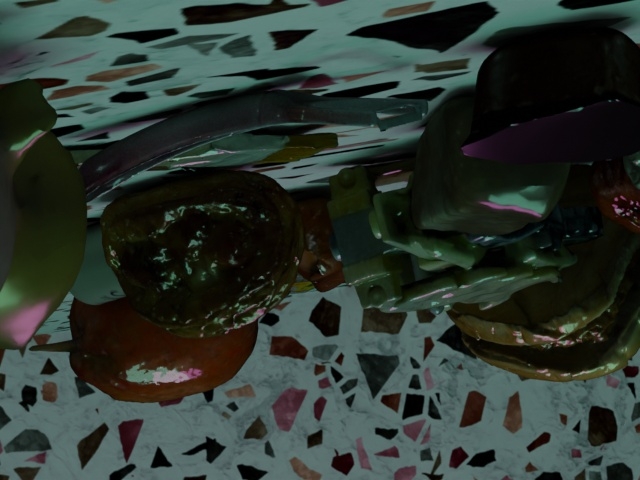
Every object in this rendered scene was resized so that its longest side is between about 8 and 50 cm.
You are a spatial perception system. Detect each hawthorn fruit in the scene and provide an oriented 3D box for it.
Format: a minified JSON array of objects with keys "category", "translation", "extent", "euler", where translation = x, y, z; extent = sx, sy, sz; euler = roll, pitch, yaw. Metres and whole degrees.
[{"category":"hawthorn fruit","translation":[-0.204,0.096,2.099],"extent":[0.262,0.210,0.210],"euler":[-25,-177,-29]}]

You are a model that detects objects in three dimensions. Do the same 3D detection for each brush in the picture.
[{"category":"brush","translation":[-0.143,-0.069,1.484],"extent":[0.336,0.020,0.085],"euler":[-6,174,-34]}]

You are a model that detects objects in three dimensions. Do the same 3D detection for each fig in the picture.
[{"category":"fig","translation":[0.363,-0.073,1.943],"extent":[0.150,0.128,0.128],"euler":[-39,172,4]}]

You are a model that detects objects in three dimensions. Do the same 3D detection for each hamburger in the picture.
[{"category":"hamburger","translation":[0.290,0.038,2.149],"extent":[0.259,0.283,0.144],"euler":[11,147,41]}]

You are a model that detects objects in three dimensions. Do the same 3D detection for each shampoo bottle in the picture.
[{"category":"shampoo bottle","translation":[-0.169,0.005,1.905],"extent":[0.085,0.085,0.262],"euler":[-5,173,-43]}]

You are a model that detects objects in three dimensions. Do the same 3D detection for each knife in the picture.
[{"category":"knife","translation":[-0.064,-0.078,1.348],"extent":[0.278,0.053,0.123],"euler":[-11,179,25]}]

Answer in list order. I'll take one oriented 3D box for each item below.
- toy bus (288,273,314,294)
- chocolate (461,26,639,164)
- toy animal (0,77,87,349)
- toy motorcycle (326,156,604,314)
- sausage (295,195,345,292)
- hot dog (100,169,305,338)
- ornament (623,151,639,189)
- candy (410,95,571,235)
[{"category":"toy bus","translation":[-0.094,0.029,2.347],"extent":[0.268,0.092,0.106],"euler":[-4,163,-45]},{"category":"chocolate","translation":[0.173,-0.112,1.302],"extent":[0.149,0.080,0.125],"euler":[-2,162,-12]},{"category":"toy animal","translation":[-0.216,-0.021,1.020],"extent":[0.195,0.169,0.281],"euler":[-19,172,10]},{"category":"toy motorcycle","translation":[0.152,-0.014,1.911],"extent":[0.237,0.169,0.410],"euler":[-18,168,17]},{"category":"sausage","translation":[0.000,0.000,2.125],"extent":[0.102,0.102,0.330],"euler":[-10,176,2]},{"category":"hot dog","translation":[-0.118,0.009,1.746],"extent":[0.227,0.160,0.099],"euler":[-21,-166,35]},{"category":"ornament","translation":[0.389,-0.102,1.526],"extent":[0.285,0.130,0.120],"euler":[-13,180,27]},{"category":"candy","translation":[0.143,-0.062,1.582],"extent":[0.104,0.102,0.234],"euler":[5,175,-7]}]
